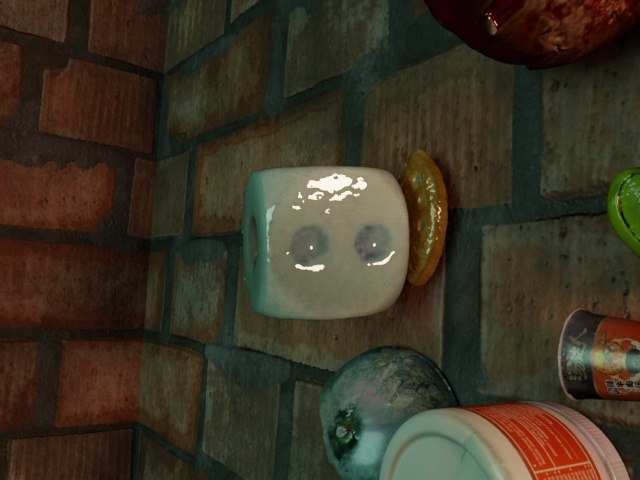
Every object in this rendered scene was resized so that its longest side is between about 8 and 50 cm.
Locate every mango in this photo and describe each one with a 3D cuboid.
[{"bbox_3d":[0.423,-0.017,0.768,0.091,0.074,0.165,-31,73,42],"label":"mango"}]

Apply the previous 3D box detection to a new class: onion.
[{"bbox_3d":[0.291,-0.413,0.857,0.385,0.347,0.348,-77,3,-77],"label":"onion"}]

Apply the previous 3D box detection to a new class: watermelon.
[{"bbox_3d":[0.107,0.299,1.070,0.322,0.175,0.188,51,126,44],"label":"watermelon"}]

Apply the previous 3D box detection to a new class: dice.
[{"bbox_3d":[0.000,0.000,1.139,0.268,0.262,0.265,-174,82,-75],"label":"dice"}]

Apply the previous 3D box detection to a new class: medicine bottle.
[{"bbox_3d":[0.241,0.348,0.817,0.252,0.241,0.252,-13,74,54],"label":"medicine bottle"}]

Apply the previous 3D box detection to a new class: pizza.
[{"bbox_3d":[0.189,-0.043,1.110,0.127,0.058,0.246,-21,69,52],"label":"pizza"}]

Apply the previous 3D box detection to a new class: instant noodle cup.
[{"bbox_3d":[0.387,0.150,0.760,0.135,0.127,0.127,-1,84,47],"label":"instant noodle cup"}]
